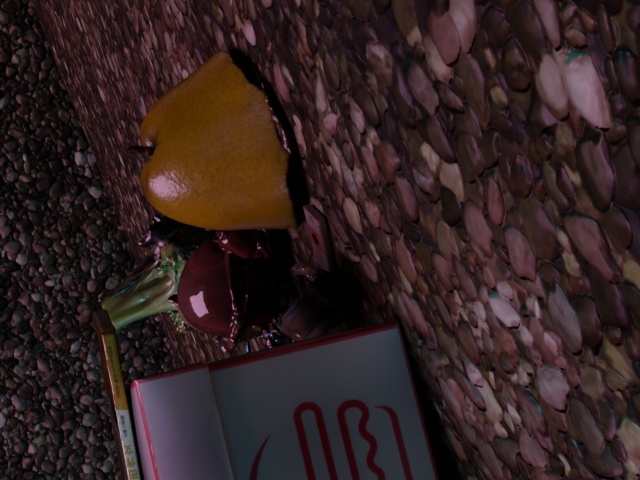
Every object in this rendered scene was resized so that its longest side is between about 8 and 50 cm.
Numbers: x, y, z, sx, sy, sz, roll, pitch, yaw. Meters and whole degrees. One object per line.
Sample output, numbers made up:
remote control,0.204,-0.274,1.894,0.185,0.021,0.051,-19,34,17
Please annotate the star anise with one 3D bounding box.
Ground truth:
star anise,-0.084,0.141,1.585,0.097,0.070,0.190,25,123,53

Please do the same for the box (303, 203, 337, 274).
box,0.000,0.000,1.242,0.046,0.012,0.083,46,153,54

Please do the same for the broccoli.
broccoli,-0.283,0.066,1.831,0.247,0.243,0.263,63,175,-35

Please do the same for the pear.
pear,-0.147,-0.100,1.308,0.267,0.178,0.267,60,167,24

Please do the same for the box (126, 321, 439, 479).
box,-0.049,0.281,1.177,0.314,0.300,0.312,140,118,-73

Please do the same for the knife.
knife,-0.013,0.087,1.330,0.089,0.043,0.365,39,164,3

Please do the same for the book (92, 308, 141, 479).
book,-0.230,0.236,1.196,0.208,0.020,0.295,-172,72,-74

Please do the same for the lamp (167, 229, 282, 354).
lamp,-0.124,0.045,1.474,0.223,0.151,0.215,-62,29,15
